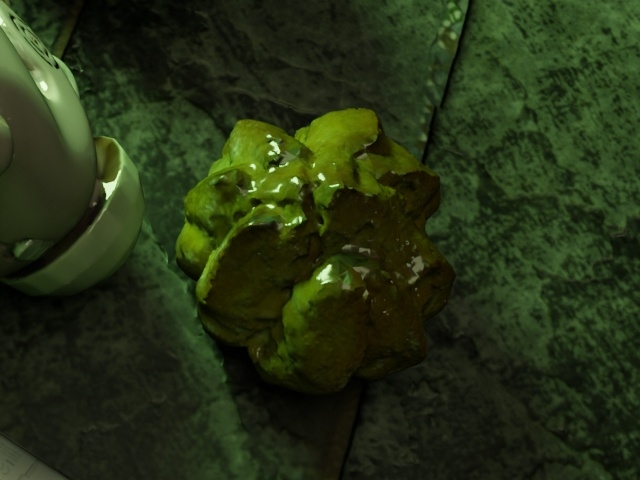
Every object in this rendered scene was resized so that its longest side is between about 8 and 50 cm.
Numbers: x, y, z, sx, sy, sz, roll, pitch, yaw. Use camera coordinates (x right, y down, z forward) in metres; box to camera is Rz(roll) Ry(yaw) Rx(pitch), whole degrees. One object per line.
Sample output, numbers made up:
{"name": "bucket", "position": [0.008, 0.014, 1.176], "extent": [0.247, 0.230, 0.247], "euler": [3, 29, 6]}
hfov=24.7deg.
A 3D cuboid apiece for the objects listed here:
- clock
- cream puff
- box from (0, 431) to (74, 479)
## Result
{"name": "clock", "position": [-0.294, -0.112, 1.110], "extent": [0.184, 0.326, 0.342], "euler": [-33, 78, 7]}
{"name": "cream puff", "position": [-0.002, 0.004, 1.220], "extent": [0.244, 0.196, 0.244], "euler": [5, 35, -4]}
{"name": "box", "position": [-0.250, 0.220, 1.102], "extent": [0.130, 0.051, 0.129], "euler": [33, 61, 2]}
